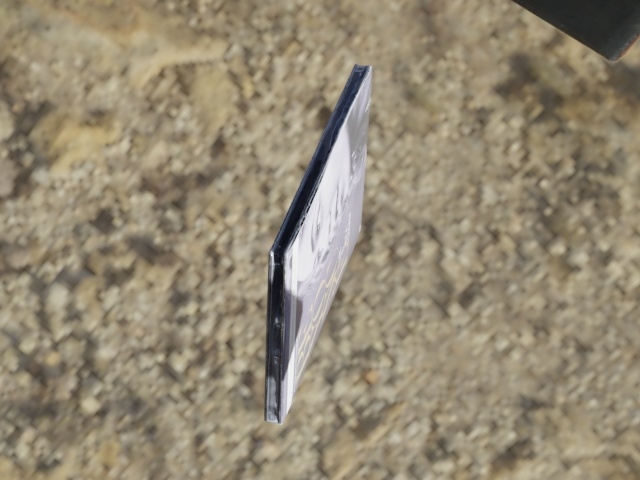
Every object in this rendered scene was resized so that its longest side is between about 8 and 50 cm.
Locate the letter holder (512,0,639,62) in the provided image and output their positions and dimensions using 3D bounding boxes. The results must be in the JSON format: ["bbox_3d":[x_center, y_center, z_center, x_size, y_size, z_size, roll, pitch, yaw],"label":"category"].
[{"bbox_3d":[0.193,-0.285,0.940,0.152,0.302,0.214,30,47,-8],"label":"letter holder"}]

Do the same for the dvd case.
[{"bbox_3d":[0.000,0.000,1.289,0.018,0.164,0.221,13,43,10],"label":"dvd case"}]
